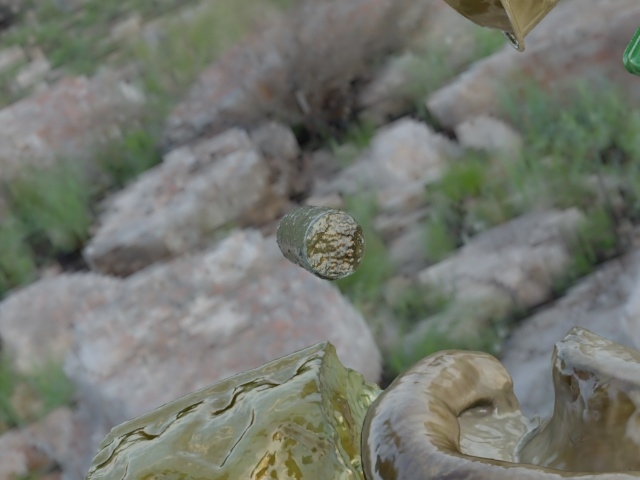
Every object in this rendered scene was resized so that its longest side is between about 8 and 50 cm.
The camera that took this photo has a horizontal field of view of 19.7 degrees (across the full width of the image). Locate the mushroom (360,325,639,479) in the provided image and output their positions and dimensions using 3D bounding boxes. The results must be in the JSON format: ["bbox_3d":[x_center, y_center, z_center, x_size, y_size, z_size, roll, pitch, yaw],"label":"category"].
[{"bbox_3d":[0.115,0.135,0.939,0.151,0.156,0.286,-2,16,-40],"label":"mushroom"}]

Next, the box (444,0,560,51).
[{"bbox_3d":[0.119,-0.226,1.406,0.111,0.111,0.177,-28,53,-5],"label":"box"}]

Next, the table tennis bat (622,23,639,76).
[{"bbox_3d":[0.284,-0.231,1.312,0.160,0.257,0.039,25,15,9],"label":"table tennis bat"}]

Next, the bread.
[{"bbox_3d":[-0.058,0.216,1.522,0.252,0.196,0.238,-25,16,18],"label":"bread"}]

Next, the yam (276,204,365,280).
[{"bbox_3d":[0.000,0.000,1.418,0.054,0.054,0.132,-30,9,-8],"label":"yam"}]
